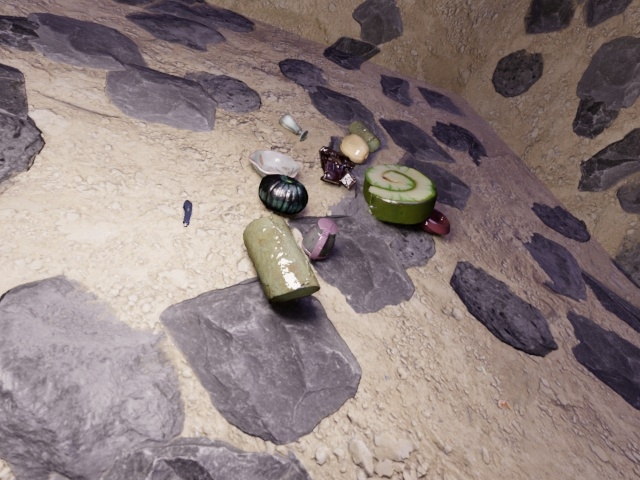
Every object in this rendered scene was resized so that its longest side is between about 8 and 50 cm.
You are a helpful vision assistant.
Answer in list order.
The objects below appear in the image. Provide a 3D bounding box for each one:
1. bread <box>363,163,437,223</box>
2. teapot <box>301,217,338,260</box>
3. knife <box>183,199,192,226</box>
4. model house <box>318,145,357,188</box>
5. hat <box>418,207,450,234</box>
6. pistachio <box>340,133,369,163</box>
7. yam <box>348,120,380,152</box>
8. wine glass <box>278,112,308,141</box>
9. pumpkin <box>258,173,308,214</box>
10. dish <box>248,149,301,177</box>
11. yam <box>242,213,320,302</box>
[{"bbox_3d":[0.349,-0.216,1.931,0.366,0.129,0.381,33,45,31],"label":"bread"},{"bbox_3d":[-0.006,-0.007,1.500,0.116,0.146,0.148,45,40,18],"label":"teapot"},{"bbox_3d":[-0.452,-0.092,1.409,0.031,0.018,0.121,18,39,-27],"label":"knife"},{"bbox_3d":[0.086,-0.325,1.927,0.203,0.141,0.164,9,32,-29],"label":"model house"},{"bbox_3d":[0.525,-0.089,1.988,0.205,0.089,0.205,20,34,-14],"label":"hat"},{"bbox_3d":[0.178,-0.490,2.186,0.145,0.117,0.201,-3,48,-29],"label":"pistachio"},{"bbox_3d":[0.244,-0.593,2.358,0.107,0.107,0.194,-5,49,-37],"label":"yam"},{"bbox_3d":[-0.135,-0.576,2.116,0.155,0.072,0.072,42,39,13],"label":"wine glass"},{"bbox_3d":[-0.144,-0.176,1.606,0.201,0.140,0.202,20,22,-8],"label":"pumpkin"},{"bbox_3d":[-0.197,-0.296,1.751,0.229,0.081,0.229,15,33,-10],"label":"dish"},{"bbox_3d":[-0.127,0.072,1.318,0.168,0.168,0.304,-2,49,-35],"label":"yam"}]
